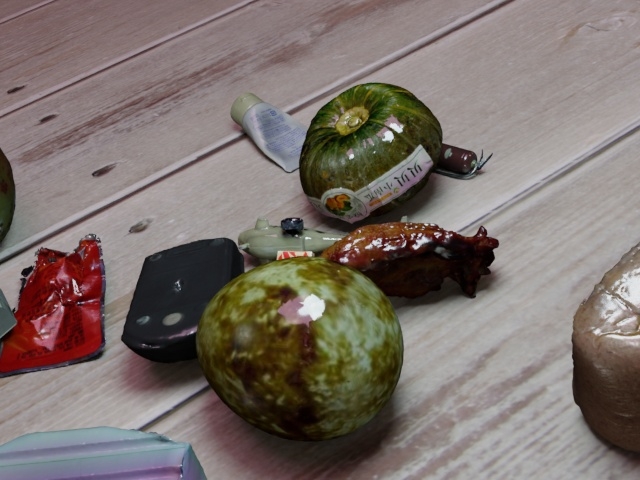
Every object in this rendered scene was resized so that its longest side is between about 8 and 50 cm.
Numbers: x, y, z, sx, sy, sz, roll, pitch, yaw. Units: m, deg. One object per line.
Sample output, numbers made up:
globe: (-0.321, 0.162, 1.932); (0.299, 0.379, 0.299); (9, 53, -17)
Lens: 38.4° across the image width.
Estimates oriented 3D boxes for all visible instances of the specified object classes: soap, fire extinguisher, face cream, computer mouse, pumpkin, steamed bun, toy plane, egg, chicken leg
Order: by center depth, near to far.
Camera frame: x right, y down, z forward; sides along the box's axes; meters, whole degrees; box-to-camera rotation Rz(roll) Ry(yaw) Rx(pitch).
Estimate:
steamed bun: (0.447, 0.115, 1.079); (0.301, 0.251, 0.199); (-36, 53, -21)
soap: (-0.310, 0.333, 1.139); (0.324, 0.109, 0.192); (-9, 38, 9)
egg: (-0.034, 0.137, 1.192); (0.290, 0.238, 0.238); (4, 41, 26)
chicken leg: (0.062, 0.049, 1.348); (0.407, 0.158, 0.095); (-18, 43, 1)
computer mouse: (-0.201, 0.103, 1.403); (0.170, 0.100, 0.269); (-11, 30, 7)
toy plane: (0.000, 0.000, 1.494); (0.287, 0.091, 0.108); (-1, 14, 20)
pumpkin: (0.090, -0.146, 1.569); (0.260, 0.189, 0.260); (-22, 43, 22)
fire extinguisher: (0.226, -0.148, 1.634); (0.158, 0.043, 0.064); (22, 80, 39)
face cream: (-0.087, -0.211, 1.816); (0.114, 0.070, 0.224); (-34, 54, -23)

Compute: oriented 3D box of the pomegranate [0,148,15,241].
pomegranate: (-0.713, -0.073, 1.674); (0.291, 0.290, 0.323); (22, 55, 38)

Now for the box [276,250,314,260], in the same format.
box: (-0.043, 0.062, 1.436); (0.058, 0.015, 0.093); (1, 74, 17)

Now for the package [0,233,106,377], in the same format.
package: (-0.437, 0.098, 1.518); (0.194, 0.071, 0.269); (-21, 39, 15)

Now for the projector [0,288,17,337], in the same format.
projector: (-0.573, 0.142, 1.486); (0.147, 0.061, 0.115); (-39, 40, -7)
